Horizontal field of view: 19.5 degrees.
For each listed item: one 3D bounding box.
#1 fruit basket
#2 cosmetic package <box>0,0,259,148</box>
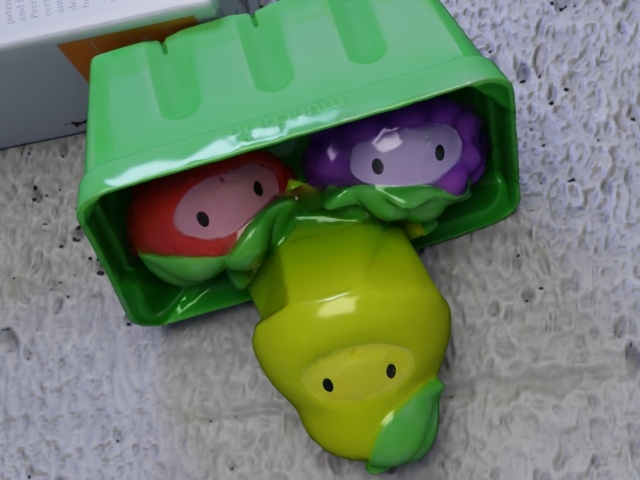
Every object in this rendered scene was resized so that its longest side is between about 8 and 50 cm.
[{"bbox_3d":[0.000,0.000,1.564,0.392,0.283,0.392,-3,62,6],"label":"fruit basket"},{"bbox_3d":[-0.296,-0.198,1.696,0.453,0.230,0.161,-11,73,9],"label":"cosmetic package"}]
